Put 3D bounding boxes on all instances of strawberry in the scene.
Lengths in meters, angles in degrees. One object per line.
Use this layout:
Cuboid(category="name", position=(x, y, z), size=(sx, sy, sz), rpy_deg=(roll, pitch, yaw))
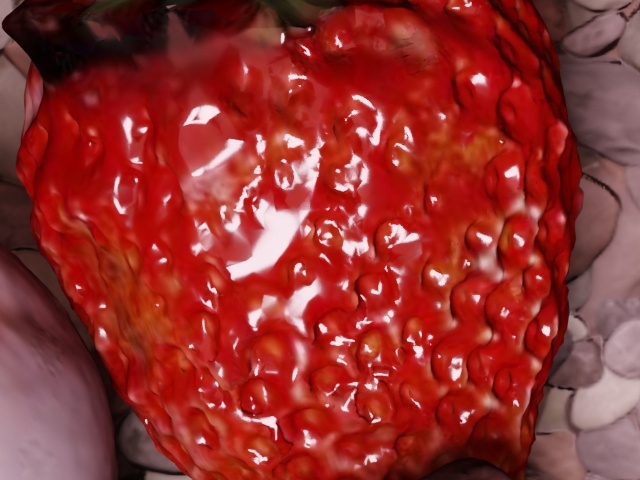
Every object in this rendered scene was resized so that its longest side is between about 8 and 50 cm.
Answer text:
Cuboid(category="strawberry", position=(-0.005, -0.012, 0.884), size=(0.292, 0.310, 0.291), rpy_deg=(-6, 29, 3))

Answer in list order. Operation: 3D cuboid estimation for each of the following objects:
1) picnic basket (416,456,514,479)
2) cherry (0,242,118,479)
Cuboid(category="picnic basket", position=(0.017, 0.258, 0.745), size=(0.129, 0.222, 0.296), rpy_deg=(-6, 103, 36))
Cuboid(category="cherry", position=(-0.246, 0.160, 0.828), size=(0.291, 0.335, 0.326), rpy_deg=(32, 46, -10))
